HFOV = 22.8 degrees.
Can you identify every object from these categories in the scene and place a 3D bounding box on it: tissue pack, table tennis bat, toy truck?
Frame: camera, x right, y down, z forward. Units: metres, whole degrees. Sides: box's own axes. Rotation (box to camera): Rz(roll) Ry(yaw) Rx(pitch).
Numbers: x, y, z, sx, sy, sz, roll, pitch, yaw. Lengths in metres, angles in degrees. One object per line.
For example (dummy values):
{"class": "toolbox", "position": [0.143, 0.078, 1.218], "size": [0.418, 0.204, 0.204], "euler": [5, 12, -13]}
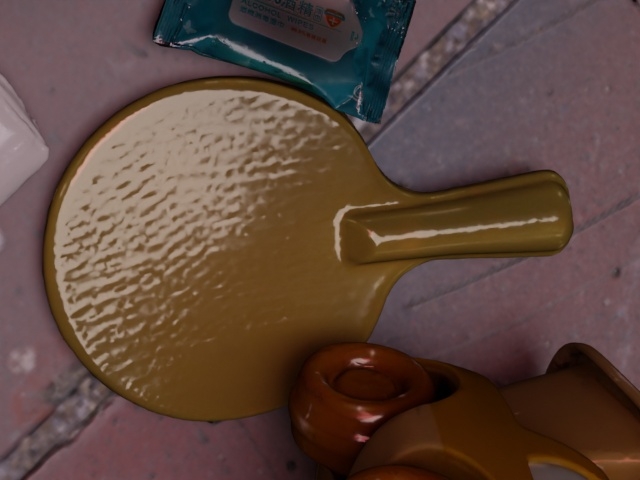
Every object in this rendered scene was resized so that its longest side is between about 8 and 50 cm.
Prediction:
{"class": "tissue pack", "position": [-0.019, -0.123, 0.883], "size": [0.138, 0.028, 0.085], "euler": [22, 75, -20]}
{"class": "table tennis bat", "position": [0.000, 0.000, 0.914], "size": [0.321, 0.050, 0.198], "euler": [-7, 101, -18]}
{"class": "toy truck", "position": [0.080, 0.178, 0.874], "size": [0.212, 0.288, 0.204], "euler": [1, 117, -11]}

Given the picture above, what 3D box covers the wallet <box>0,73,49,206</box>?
{"class": "wallet", "position": [-0.231, -0.020, 0.825], "size": [0.190, 0.033, 0.095], "euler": [-45, 115, -6]}
